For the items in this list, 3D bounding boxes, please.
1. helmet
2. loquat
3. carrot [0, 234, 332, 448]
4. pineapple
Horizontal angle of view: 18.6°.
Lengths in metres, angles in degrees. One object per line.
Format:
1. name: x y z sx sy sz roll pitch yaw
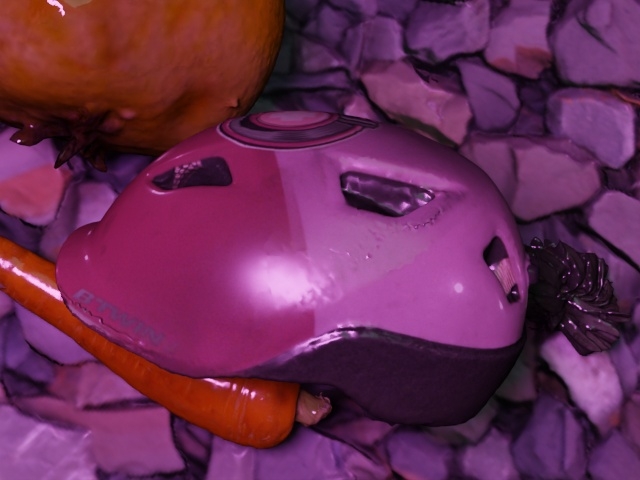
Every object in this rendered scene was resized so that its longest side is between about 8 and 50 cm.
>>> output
1. helmet: 0.000 0.000 1.080 0.253 0.154 0.198 27 19 -3
2. loquat: -0.126 -0.138 1.138 0.213 0.213 0.213 10 59 -18
3. carrot: -0.115 0.053 1.112 0.257 0.061 0.061 25 56 -1
4. pineapple: 0.121 0.022 1.223 0.159 0.074 0.074 22 56 -17
